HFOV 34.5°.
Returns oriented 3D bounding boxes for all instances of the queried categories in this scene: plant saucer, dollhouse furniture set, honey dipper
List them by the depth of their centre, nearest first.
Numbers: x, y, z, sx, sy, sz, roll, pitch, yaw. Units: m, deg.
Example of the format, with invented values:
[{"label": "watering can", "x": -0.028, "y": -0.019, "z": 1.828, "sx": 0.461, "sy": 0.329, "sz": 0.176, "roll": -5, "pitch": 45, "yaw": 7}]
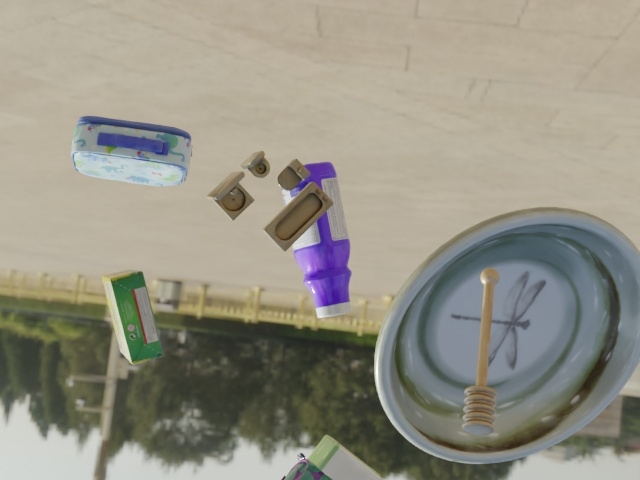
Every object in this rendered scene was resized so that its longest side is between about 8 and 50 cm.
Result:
[{"label": "honey dipper", "x": 0.151, "y": 0.098, "z": 0.950, "sx": 0.030, "sy": 0.161, "sz": 0.030, "roll": 7, "pitch": 151, "yaw": 4}, {"label": "plant saucer", "x": 0.253, "y": 0.120, "z": 1.408, "sx": 0.400, "sy": 0.401, "sz": 0.100, "roll": 9, "pitch": -156, "yaw": -22}, {"label": "dollhouse furniture set", "x": -0.070, "y": -0.064, "z": 1.618, "sx": 0.151, "sy": 0.144, "sz": 0.123, "roll": 47, "pitch": 173, "yaw": -10}]

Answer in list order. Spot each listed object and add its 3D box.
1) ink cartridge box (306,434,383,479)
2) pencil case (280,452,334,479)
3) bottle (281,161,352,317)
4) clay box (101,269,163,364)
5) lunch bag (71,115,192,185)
[{"label": "ink cartridge box", "x": 0.050, "y": 0.472, "z": 1.780, "sx": 0.235, "sy": 0.171, "sz": 0.056, "roll": 41, "pitch": 173, "yaw": -21}, {"label": "pencil case", "x": 0.016, "y": 0.331, "z": 1.255, "sx": 0.151, "sy": 0.064, "sz": 0.070, "roll": 40, "pitch": 156, "yaw": -8}, {"label": "bottle", "x": 0.000, "y": 0.000, "z": 1.911, "sx": 0.092, "sy": 0.283, "sz": 0.118, "roll": -10, "pitch": 176, "yaw": -31}, {"label": "clay box", "x": -0.287, "y": 0.110, "z": 1.552, "sx": 0.053, "sy": 0.128, "sz": 0.222, "roll": -14, "pitch": -176, "yaw": -14}, {"label": "lunch bag", "x": -0.348, "y": -0.166, "z": 1.911, "sx": 0.218, "sy": 0.090, "sz": 0.176, "roll": 7, "pitch": 169, "yaw": -8}]
